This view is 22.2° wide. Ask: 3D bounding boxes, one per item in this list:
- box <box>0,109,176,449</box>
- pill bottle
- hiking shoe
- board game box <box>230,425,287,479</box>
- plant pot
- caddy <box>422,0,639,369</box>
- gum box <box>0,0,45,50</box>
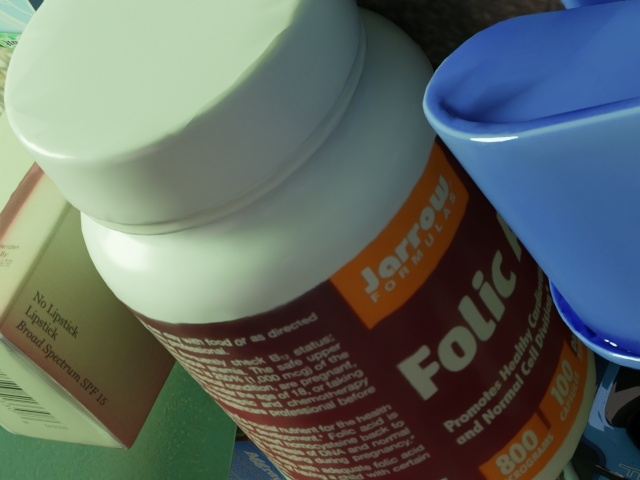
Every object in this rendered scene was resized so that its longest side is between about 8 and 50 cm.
[{"bbox_3d":[-0.161,0.004,1.110,0.127,0.232,0.148,1,145,40],"label":"box"},{"bbox_3d":[0.000,0.000,0.973,0.224,0.224,0.392,5,147,36],"label":"pill bottle"},{"bbox_3d":[0.238,0.168,1.186,0.132,0.113,0.304,3,146,39],"label":"hiking shoe"},{"bbox_3d":[-0.033,0.279,1.706,0.145,0.027,0.281,-7,136,44],"label":"board game box"},{"bbox_3d":[-0.214,0.191,1.502,0.252,0.247,0.248,14,156,-14],"label":"plant pot"},{"bbox_3d":[0.210,-0.067,0.648,0.179,0.241,0.341,45,149,-25],"label":"caddy"},{"bbox_3d":[-0.199,-0.171,1.006,0.157,0.041,0.184,18,163,17],"label":"gum box"}]
